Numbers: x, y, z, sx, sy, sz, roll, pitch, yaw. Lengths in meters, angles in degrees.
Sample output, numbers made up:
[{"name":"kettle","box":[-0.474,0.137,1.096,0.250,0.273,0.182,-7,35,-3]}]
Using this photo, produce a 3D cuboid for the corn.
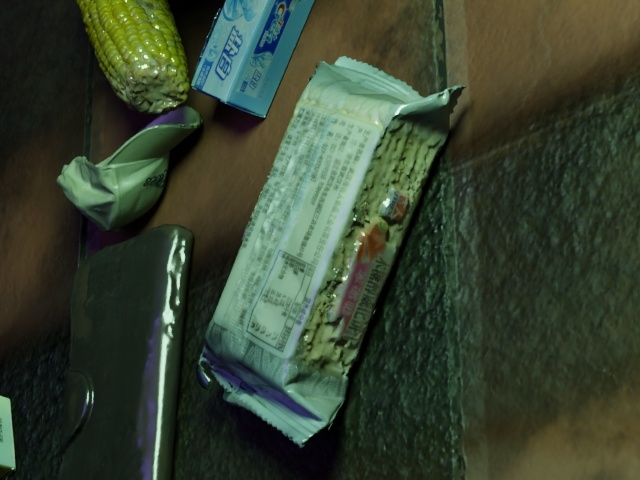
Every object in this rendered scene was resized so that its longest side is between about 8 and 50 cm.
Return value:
[{"name":"corn","box":[-0.187,-0.223,1.745,0.097,0.097,0.320,-52,33,22]}]

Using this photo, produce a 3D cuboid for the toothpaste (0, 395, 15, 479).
[{"name":"toothpaste","box":[-0.432,0.259,1.878,0.313,0.071,0.089,-36,52,36]}]

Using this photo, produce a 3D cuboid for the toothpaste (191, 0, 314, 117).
[{"name":"toothpaste","box":[-0.033,-0.249,1.629,0.066,0.053,0.272,29,97,51]}]

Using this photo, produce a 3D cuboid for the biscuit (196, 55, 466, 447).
[{"name":"biscuit","box":[-0.003,-0.001,1.468,0.186,0.079,0.309,21,91,54]}]

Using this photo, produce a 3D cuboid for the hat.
[{"name":"hat","box":[-0.177,-0.071,1.726,0.166,0.081,0.122,-34,9,18]}]

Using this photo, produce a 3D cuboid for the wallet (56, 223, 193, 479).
[{"name":"wallet","box":[-0.184,0.145,1.653,0.165,0.042,0.309,-18,61,43]}]
